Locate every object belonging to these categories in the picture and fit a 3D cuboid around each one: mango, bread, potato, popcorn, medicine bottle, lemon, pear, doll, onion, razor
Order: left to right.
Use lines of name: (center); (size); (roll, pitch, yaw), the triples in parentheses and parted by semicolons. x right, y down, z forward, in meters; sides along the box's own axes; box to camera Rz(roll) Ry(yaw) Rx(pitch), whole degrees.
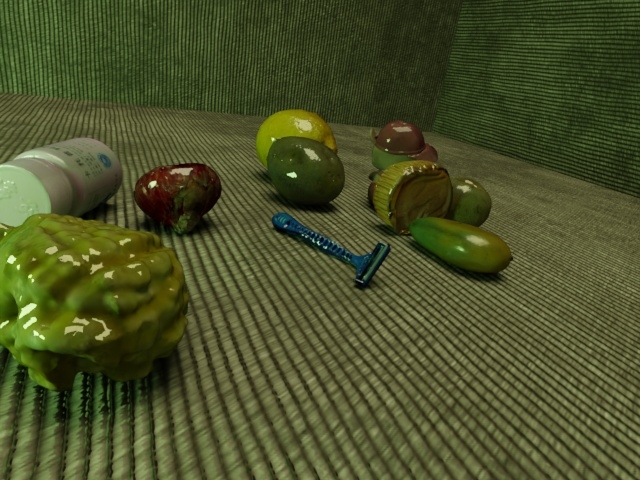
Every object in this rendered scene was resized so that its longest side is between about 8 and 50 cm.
medicine bottle: (-0.519, -0.115, 0.882); (0.152, 0.152, 0.254); (8, 21, -1)
popcorn: (-0.276, 0.059, 0.536); (0.286, 0.174, 0.225); (10, 4, 33)
onion: (-0.295, -0.085, 0.938); (0.184, 0.147, 0.184); (-13, -10, -2)
lemon: (-0.075, -0.296, 1.400); (0.288, 0.233, 0.233); (16, 22, 26)
potato: (-0.043, -0.193, 1.220); (0.235, 0.160, 0.178); (45, 49, 11)
razor: (0.007, 0.006, 0.932); (0.324, 0.093, 0.056); (25, -14, 43)
doll: (0.225, -0.211, 1.272); (0.196, 0.256, 0.152); (5, 17, -11)
bread: (0.231, -0.114, 1.128); (0.199, 0.199, 0.104); (-2, 24, -26)
mango: (0.313, 0.003, 0.999); (0.137, 0.091, 0.237); (2, 22, -33)
pear: (0.386, -0.100, 1.223); (0.167, 0.137, 0.167); (11, 21, -4)
